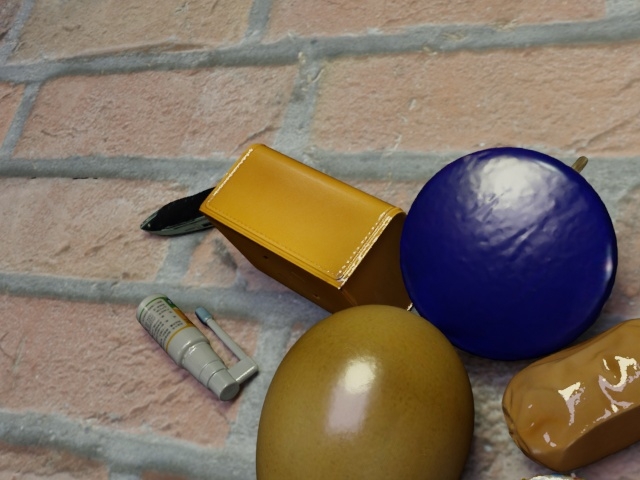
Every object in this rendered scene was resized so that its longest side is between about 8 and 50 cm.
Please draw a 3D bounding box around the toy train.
[{"bbox_3d":[-0.191,-0.050,1.420,0.252,0.048,0.055,-15,63,25],"label":"toy train"}]

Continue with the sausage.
[{"bbox_3d":[0.329,0.174,0.989,0.241,0.120,0.136,-24,42,5],"label":"sausage"}]

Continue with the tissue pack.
[{"bbox_3d":[0.000,0.000,1.211,0.275,0.194,0.145,29,75,34],"label":"tissue pack"}]

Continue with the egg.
[{"bbox_3d":[0.048,0.234,1.018,0.250,0.250,0.322,16,77,32],"label":"egg"}]

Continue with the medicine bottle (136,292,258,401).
[{"bbox_3d":[-0.189,0.155,1.301,0.092,0.061,0.221,-36,52,-20],"label":"medicine bottle"}]

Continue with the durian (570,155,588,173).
[{"bbox_3d":[0.299,-0.031,1.135,0.148,0.091,0.188,36,102,23],"label":"durian"}]

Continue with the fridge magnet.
[{"bbox_3d":[0.228,0.017,1.052,0.266,0.113,0.265,1,94,24],"label":"fridge magnet"}]

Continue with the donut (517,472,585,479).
[{"bbox_3d":[0.264,0.351,0.962,0.175,0.068,0.174,-10,61,18],"label":"donut"}]
